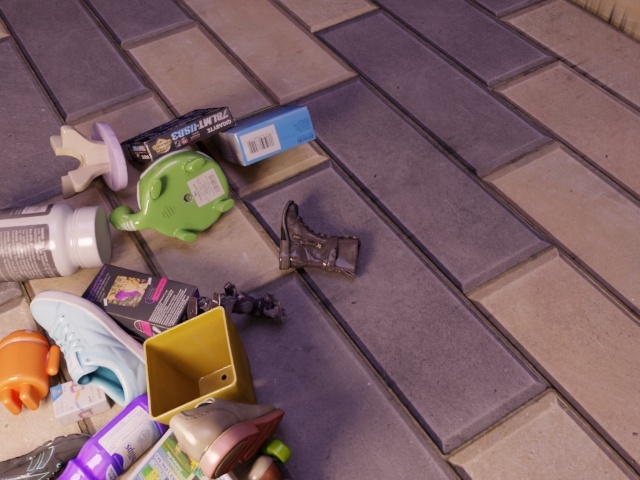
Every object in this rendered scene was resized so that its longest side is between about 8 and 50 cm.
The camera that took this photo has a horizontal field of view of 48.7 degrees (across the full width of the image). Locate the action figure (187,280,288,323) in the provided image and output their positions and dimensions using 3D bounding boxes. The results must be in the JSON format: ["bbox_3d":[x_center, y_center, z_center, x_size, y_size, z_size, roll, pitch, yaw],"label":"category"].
[{"bbox_3d":[-0.198,0.161,1.788,0.185,0.099,0.285,6,5,33],"label":"action figure"}]

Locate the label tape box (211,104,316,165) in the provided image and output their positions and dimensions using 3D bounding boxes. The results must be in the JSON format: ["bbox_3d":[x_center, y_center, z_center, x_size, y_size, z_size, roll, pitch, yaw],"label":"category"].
[{"bbox_3d":[-0.201,-0.343,2.267,0.249,0.115,0.348,-25,18,-18],"label":"label tape box"}]

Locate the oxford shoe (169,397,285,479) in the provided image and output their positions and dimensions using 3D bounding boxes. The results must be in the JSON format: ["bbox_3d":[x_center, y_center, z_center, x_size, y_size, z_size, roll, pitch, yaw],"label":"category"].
[{"bbox_3d":[-0.183,0.377,1.476,0.146,0.397,0.140,37,89,14],"label":"oxford shoe"}]

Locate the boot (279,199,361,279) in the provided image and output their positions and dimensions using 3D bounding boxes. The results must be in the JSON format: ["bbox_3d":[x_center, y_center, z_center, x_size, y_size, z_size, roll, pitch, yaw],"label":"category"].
[{"bbox_3d":[0.000,0.000,2.007,0.229,0.091,0.263,3,52,-2],"label":"boot"}]

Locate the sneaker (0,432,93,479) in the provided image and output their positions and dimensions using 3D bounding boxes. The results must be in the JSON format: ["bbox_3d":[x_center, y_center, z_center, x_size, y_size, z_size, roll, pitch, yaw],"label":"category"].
[{"bbox_3d":[-0.628,0.515,1.570,0.267,0.101,0.106,-22,73,-18],"label":"sneaker"}]

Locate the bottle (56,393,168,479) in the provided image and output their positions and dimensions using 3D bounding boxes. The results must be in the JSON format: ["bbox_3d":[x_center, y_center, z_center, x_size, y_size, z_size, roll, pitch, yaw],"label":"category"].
[{"bbox_3d":[-0.468,0.471,1.568,0.092,0.118,0.283,32,56,26],"label":"bottle"}]

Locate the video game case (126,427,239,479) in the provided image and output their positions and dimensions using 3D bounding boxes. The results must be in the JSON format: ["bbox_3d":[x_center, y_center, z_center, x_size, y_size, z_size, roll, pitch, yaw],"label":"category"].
[{"bbox_3d":[-0.281,0.579,1.429,0.329,0.036,0.300,40,90,32],"label":"video game case"}]

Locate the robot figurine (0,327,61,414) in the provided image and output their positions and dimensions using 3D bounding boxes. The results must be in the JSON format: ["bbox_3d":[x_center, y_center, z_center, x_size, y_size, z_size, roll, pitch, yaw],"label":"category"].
[{"bbox_3d":[-0.725,0.310,1.716,0.158,0.128,0.219,-40,44,25],"label":"robot figurine"}]

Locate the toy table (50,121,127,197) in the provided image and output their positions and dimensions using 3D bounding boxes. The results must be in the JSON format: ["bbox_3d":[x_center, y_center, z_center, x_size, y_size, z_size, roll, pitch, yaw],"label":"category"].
[{"bbox_3d":[-0.711,-0.248,2.160,0.161,0.252,0.274,-13,36,-31],"label":"toy table"}]

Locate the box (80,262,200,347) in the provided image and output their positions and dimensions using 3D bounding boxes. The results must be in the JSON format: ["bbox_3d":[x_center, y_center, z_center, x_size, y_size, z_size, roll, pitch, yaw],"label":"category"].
[{"bbox_3d":[-0.447,0.186,1.790,0.270,0.165,0.143,13,50,14],"label":"box"}]

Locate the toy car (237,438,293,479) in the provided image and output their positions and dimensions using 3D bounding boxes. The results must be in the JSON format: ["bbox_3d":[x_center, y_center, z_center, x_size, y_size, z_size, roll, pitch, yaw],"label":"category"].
[{"bbox_3d":[-0.087,0.549,1.507,0.188,0.149,0.155,43,63,0],"label":"toy car"}]

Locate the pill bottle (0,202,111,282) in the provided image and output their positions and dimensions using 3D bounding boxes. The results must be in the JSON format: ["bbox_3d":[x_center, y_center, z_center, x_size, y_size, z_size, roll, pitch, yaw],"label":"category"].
[{"bbox_3d":[-0.776,0.006,1.938,0.361,0.204,0.204,-5,48,-2],"label":"pill bottle"}]

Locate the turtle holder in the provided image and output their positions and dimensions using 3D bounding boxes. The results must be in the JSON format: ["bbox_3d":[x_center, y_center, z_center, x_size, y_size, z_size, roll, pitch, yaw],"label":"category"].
[{"bbox_3d":[-0.425,-0.119,2.047,0.320,0.243,0.227,-56,35,1],"label":"turtle holder"}]

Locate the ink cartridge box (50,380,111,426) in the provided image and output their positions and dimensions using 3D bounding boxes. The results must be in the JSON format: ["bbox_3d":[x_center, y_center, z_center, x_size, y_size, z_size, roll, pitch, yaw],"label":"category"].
[{"bbox_3d":[-0.575,0.380,1.698,0.122,0.052,0.088,-17,50,-15],"label":"ink cartridge box"}]

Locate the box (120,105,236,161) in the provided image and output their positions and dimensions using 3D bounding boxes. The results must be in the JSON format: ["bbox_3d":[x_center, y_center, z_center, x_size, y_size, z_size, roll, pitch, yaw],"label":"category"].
[{"bbox_3d":[-0.453,-0.335,2.224,0.295,0.073,0.293,-30,22,-24],"label":"box"}]

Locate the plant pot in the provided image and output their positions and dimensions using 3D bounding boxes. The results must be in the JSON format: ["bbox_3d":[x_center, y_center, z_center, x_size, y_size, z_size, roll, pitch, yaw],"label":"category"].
[{"bbox_3d":[-0.260,0.316,1.630,0.212,0.187,0.212,-25,50,8],"label":"plant pot"}]

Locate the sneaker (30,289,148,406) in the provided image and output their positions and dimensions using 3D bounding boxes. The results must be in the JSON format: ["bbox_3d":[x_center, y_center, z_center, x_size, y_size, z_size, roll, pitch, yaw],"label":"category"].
[{"bbox_3d":[-0.553,0.255,1.665,0.366,0.135,0.150,33,31,4],"label":"sneaker"}]
